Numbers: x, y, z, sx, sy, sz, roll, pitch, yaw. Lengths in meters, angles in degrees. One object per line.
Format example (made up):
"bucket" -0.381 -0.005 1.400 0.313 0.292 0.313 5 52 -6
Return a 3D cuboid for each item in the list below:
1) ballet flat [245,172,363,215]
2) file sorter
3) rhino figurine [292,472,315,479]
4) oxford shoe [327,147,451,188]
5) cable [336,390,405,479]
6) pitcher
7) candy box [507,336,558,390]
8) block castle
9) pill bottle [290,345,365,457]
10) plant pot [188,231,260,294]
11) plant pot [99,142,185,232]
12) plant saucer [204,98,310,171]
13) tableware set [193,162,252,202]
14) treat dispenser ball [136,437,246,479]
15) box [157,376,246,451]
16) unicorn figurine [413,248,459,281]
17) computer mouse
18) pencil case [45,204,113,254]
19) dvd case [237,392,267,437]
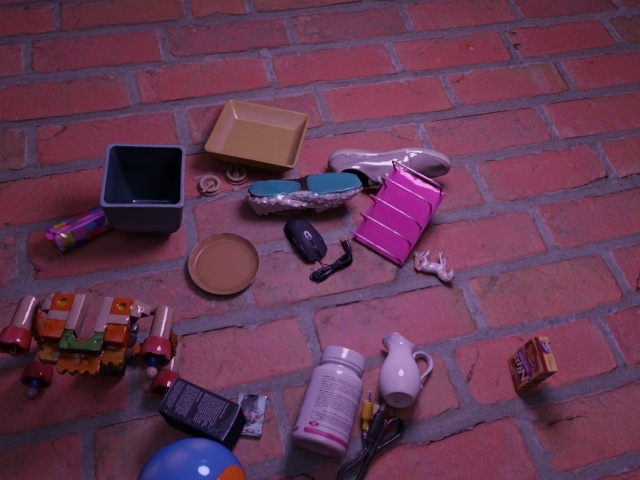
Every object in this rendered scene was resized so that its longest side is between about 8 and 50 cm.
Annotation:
"ballet flat" -0.056 -0.157 2.056 0.409 0.147 0.147 -3 59 0
"file sorter" 0.255 -0.095 1.952 0.202 0.182 0.290 31 91 13
"rhino figurine" -0.071 0.739 1.553 0.106 0.073 0.243 29 62 7
"oxford shoe" 0.248 -0.250 2.126 0.450 0.169 0.130 1 56 3
"cable" 0.147 0.591 1.689 0.139 0.072 0.287 29 72 -7
"pitcher" 0.263 0.401 1.760 0.178 0.125 0.207 22 41 -10
"candy box" 0.639 0.377 1.768 0.053 0.186 0.109 0 58 -9
"block castle" -0.622 0.321 1.623 0.453 0.303 0.212 5 52 -3
"pill bottle" 0.032 0.460 1.678 0.160 0.160 0.283 17 59 5
"plant pot" -0.321 0.080 1.950 0.236 0.032 0.236 3 59 -4
"plant pot" -0.571 -0.145 1.928 0.248 0.252 0.247 0 60 -11
"plant saucer" -0.229 -0.379 2.181 0.333 0.081 0.332 12 47 1
"tableware set" -0.354 -0.228 2.127 0.194 0.039 0.128 -25 65 -19
"treat dispenser ball" -0.323 0.645 1.459 0.288 0.288 0.288 2 59 -4
"box" -0.325 0.489 1.626 0.207 0.153 0.108 21 60 11
"unicorn figurine" 0.399 0.088 2.003 0.162 0.060 0.111 2 58 15
"computer mouse" 0.000 0.000 2.011 0.184 0.060 0.262 -23 64 -17
"pencil case" -0.787 -0.046 1.944 0.236 0.104 0.104 -31 66 -22
"dvd case" -0.207 0.511 1.711 0.087 0.013 0.119 8 60 0
